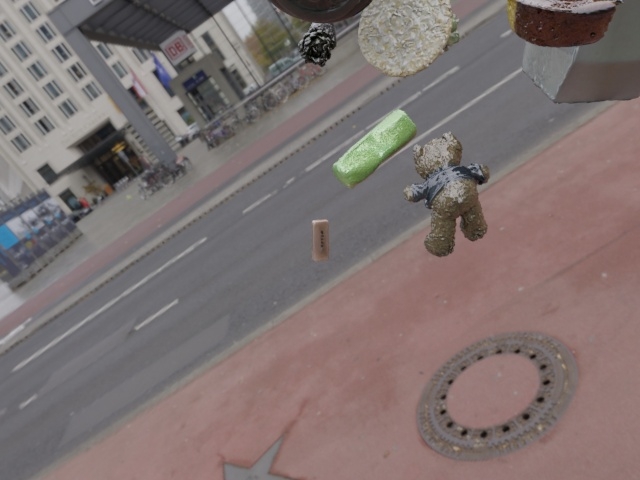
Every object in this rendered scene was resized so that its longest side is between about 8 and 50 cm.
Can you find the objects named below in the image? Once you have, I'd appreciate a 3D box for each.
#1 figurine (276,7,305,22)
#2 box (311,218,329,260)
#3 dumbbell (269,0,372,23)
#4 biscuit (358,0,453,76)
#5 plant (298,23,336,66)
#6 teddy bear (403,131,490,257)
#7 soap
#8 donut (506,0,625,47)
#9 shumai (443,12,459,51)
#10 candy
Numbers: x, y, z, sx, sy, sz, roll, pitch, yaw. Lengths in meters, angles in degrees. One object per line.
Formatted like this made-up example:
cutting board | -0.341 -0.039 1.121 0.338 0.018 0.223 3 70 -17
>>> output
figurine | -0.034 -0.899 2.021 0.275 0.200 0.133 -21 2 -33
box | 0.000 0.000 1.480 0.047 0.115 0.025 -4 13 -20
dumbbell | 0.003 -0.435 0.760 0.192 0.192 0.290 -22 47 36
biscuit | 0.123 -0.315 0.787 0.152 0.152 0.020 -25 -10 30
plant | -0.003 -0.529 1.425 0.092 0.094 0.143 -29 33 43
teddy bear | 0.277 -0.099 1.127 0.181 0.252 0.129 -19 1 -4
soap | 0.613 -0.537 1.160 0.212 0.436 0.351 -4 39 0
donut | 0.408 -0.415 0.966 0.141 0.085 0.217 -14 46 -3
shumai | 0.254 -0.625 1.513 0.225 0.261 0.222 -15 24 48
candy | 0.197 -0.331 1.944 0.343 0.132 0.142 -41 17 -7
